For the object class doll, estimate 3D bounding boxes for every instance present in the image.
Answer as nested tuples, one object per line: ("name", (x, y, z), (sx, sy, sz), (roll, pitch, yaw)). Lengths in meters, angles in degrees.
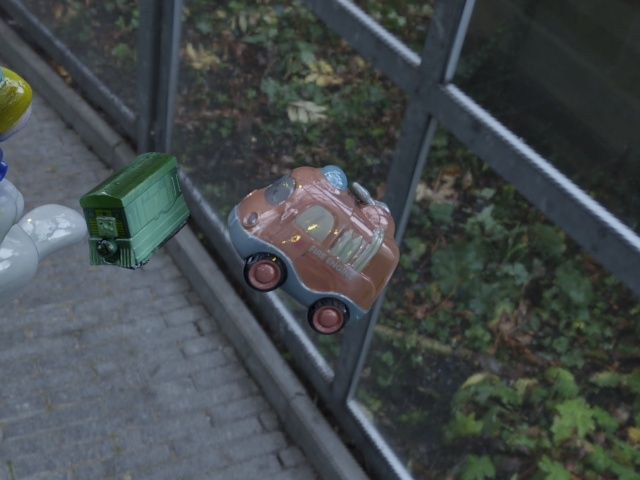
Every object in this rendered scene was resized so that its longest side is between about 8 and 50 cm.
("doll", (-0.451, -0.022, 0.962), (0.187, 0.366, 0.376), (19, 48, 9))

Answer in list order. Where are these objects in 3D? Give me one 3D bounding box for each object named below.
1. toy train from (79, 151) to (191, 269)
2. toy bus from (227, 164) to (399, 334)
("toy train", (-0.122, -0.020, 0.553), (0.038, 0.056, 0.093), (3, 27, 18))
("toy bus", (0.000, 0.000, 1.387), (0.287, 0.232, 0.194), (39, 16, -18))
